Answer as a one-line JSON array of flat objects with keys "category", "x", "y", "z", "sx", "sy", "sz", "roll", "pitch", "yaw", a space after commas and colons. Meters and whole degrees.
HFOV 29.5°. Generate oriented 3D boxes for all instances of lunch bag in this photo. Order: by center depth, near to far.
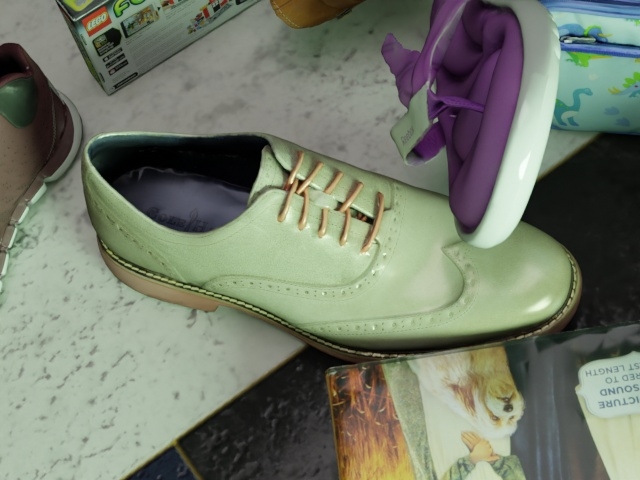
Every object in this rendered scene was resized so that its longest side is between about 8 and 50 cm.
[{"category": "lunch bag", "x": 0.264, "y": -0.155, "z": 0.954, "sx": 0.219, "sy": 0.176, "sz": 0.090, "roll": 8, "pitch": 64, "yaw": 10}]

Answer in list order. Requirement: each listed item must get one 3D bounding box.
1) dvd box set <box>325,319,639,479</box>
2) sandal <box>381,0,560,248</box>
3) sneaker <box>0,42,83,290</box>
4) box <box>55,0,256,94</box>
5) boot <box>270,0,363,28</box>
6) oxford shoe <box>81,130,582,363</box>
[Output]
[{"category": "dvd box set", "x": 0.176, "y": 0.265, "z": 0.814, "sx": 0.308, "sy": 0.062, "sz": 0.420, "roll": -8, "pitch": 62, "yaw": 3}, {"category": "sandal", "x": 0.092, "y": -0.117, "z": 0.895, "sx": 0.102, "sy": 0.169, "sz": 0.416, "roll": 9, "pitch": 24, "yaw": -2}, {"category": "sneaker", "x": -0.304, "y": -0.043, "z": 0.977, "sx": 0.106, "sy": 0.162, "sz": 0.281, "roll": 16, "pitch": 66, "yaw": 15}, {"category": "box", "x": -0.124, "y": -0.225, "z": 1.075, "sx": 0.207, "sy": 0.114, "sz": 0.036, "roll": -34, "pitch": 64, "yaw": -11}, {"category": "boot", "x": 0.079, "y": -0.284, "z": 1.082, "sx": 0.220, "sy": 0.283, "sz": 0.109, "roll": -34, "pitch": 103, "yaw": 29}, {"category": "oxford shoe", "x": 0.000, "y": 0.000, "z": 0.924, "sx": 0.397, "sy": 0.146, "sz": 0.140, "roll": 7, "pitch": 63, "yaw": 10}]
